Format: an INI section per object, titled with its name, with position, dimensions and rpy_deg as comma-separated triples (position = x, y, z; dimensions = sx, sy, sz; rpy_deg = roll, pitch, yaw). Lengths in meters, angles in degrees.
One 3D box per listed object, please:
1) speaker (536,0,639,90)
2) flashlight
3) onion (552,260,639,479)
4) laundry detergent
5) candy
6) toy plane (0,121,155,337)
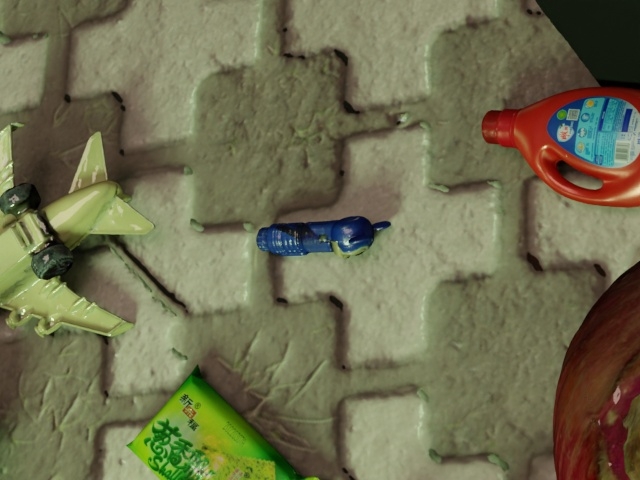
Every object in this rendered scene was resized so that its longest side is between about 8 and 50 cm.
[speaker]
position = 0.318, -0.218, 1.319
dimensions = 0.254, 0.232, 0.184
rpy_deg = 9, 76, 29
[flashlight]
position = 0.000, 0.000, 1.506
dimensions = 0.121, 0.057, 0.035
rpy_deg = -4, 107, 31
[onion]
position = 0.326, 0.125, 1.137
dimensions = 0.353, 0.353, 0.354
rpy_deg = -9, 67, 23
[laundry detergent]
position = 0.208, -0.079, 1.429
dimensions = 0.165, 0.049, 0.097
rpy_deg = 7, 82, 31
[candy]
position = -0.083, 0.191, 1.472
dimensions = 0.102, 0.032, 0.178
rpy_deg = -50, 58, 1
[toy plane]
position = -0.273, 0.012, 1.605
dimensions = 0.244, 0.092, 0.229
rpy_deg = -34, 73, 7
